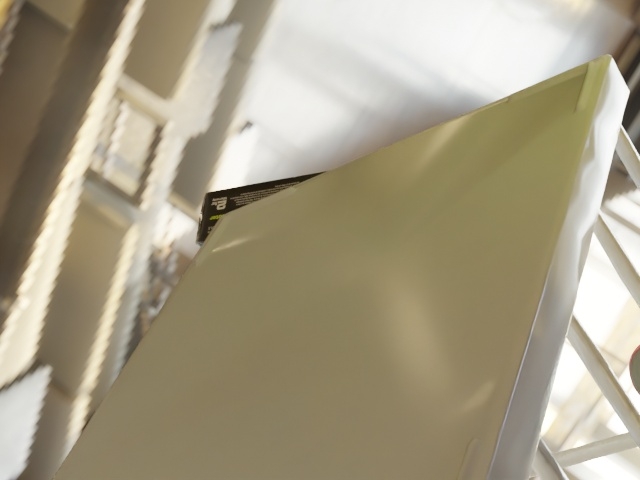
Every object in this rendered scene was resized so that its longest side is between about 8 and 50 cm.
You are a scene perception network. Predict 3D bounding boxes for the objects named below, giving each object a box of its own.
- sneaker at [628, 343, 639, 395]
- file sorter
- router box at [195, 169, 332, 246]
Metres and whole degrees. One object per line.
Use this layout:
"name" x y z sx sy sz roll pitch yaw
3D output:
"sneaker" 0.229 0.055 0.852 0.119 0.047 0.057 -24 162 26
"file sorter" 0.038 0.097 0.559 0.192 0.173 0.278 -22 -158 30
"router box" 0.000 0.000 0.946 0.092 0.122 0.038 48 40 -49
